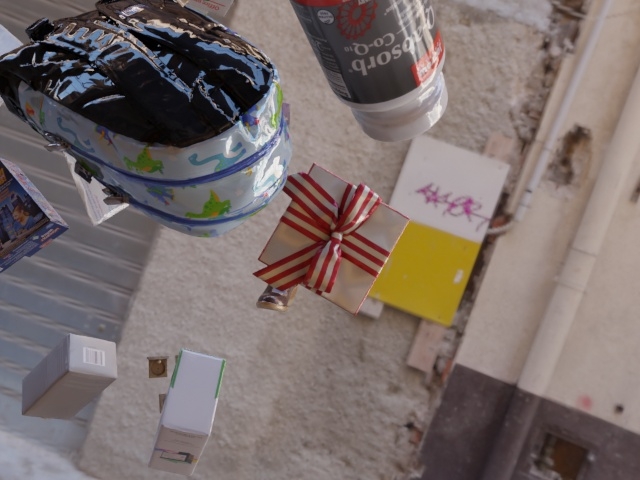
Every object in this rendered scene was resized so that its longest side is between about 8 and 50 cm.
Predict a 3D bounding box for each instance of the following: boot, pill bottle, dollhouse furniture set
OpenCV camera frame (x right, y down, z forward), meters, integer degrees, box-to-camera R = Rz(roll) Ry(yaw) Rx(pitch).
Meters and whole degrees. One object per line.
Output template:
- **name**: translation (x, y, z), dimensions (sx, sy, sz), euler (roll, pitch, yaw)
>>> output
- **boot**: translation (-0.113, 0.090, 2.191), dimensions (0.090, 0.207, 0.248), euler (8, 3, 11)
- **pill bottle**: translation (0.087, -0.345, 1.274), dimensions (0.210, 0.210, 0.363), euler (21, -23, 35)
- **dollhouse furniture set**: translation (-0.381, 0.377, 2.048), dimensions (0.144, 0.151, 0.123), euler (-2, -9, -13)

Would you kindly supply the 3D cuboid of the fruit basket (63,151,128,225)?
- **fruit basket**: translation (-0.332, -0.249, 1.411), dimensions (0.353, 0.327, 0.165), euler (-35, 39, -31)

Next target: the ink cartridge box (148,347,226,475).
- **ink cartridge box**: translation (-0.324, 0.419, 1.873), dimensions (0.117, 0.201, 0.278), euler (15, -38, -9)

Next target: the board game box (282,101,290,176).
- **board game box**: translation (-0.093, -0.182, 1.408), dimensions (0.048, 0.141, 0.170), euler (4, 9, 8)

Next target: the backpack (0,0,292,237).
- **backpack**: translation (-0.193, -0.166, 0.997), dimensions (0.355, 0.290, 0.273), euler (19, -43, 42)

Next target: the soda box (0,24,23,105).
- **soda box**: translation (-0.662, -0.276, 1.470), dimensions (0.091, 0.286, 0.098), euler (-14, -44, 39)

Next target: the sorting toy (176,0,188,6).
- **sorting toy**: translation (-0.160, -0.313, 0.939), dimensions (0.083, 0.062, 0.012), euler (46, -19, -31)

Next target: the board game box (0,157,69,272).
- **board game box**: translation (-0.607, -0.052, 1.493), dimensions (0.194, 0.194, 0.060), euler (59, 9, 22)

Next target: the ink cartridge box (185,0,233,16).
- **ink cartridge box**: translation (-0.184, -0.441, 1.278), dimensions (0.104, 0.180, 0.060), euler (9, 41, -38)

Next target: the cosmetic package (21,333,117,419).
- **cosmetic package**: translation (-0.587, 0.323, 1.810), dimensions (0.127, 0.238, 0.107), euler (20, 45, -41)

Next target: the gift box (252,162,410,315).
- **gift box**: translation (0.000, 0.000, 1.595), dimensions (0.276, 0.255, 0.258), euler (25, -4, -4)
